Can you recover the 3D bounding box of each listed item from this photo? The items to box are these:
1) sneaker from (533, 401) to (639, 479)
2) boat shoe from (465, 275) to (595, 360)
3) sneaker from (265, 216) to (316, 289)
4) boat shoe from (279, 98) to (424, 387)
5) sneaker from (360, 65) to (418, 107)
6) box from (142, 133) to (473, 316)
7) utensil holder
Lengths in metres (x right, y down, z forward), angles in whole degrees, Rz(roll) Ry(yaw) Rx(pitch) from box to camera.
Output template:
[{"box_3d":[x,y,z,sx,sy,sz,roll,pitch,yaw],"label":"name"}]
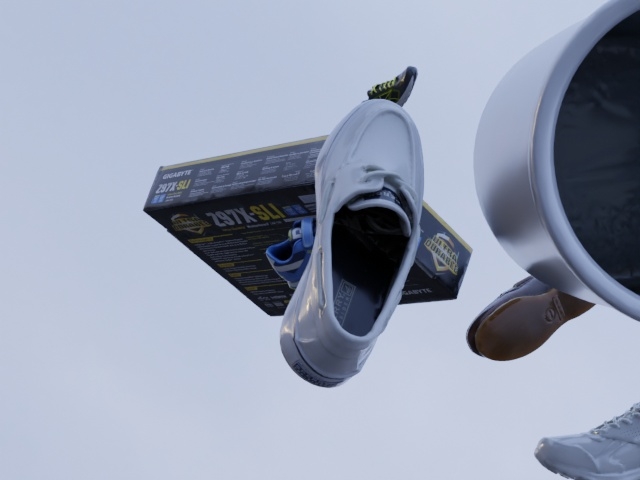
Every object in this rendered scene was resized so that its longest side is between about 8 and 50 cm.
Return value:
[{"box_3d":[0.349,0.216,1.855,0.232,0.115,0.090,3,3,-13],"label":"sneaker"},{"box_3d":[0.250,0.084,1.995,0.073,0.207,0.073,9,-62,56],"label":"boat shoe"},{"box_3d":[0.000,0.000,1.865,0.144,0.053,0.059,-36,-62,26],"label":"sneaker"},{"box_3d":[0.037,-0.014,1.310,0.096,0.267,0.088,29,-36,-11],"label":"boat shoe"},{"box_3d":[0.065,-0.142,1.630,0.035,0.031,0.083,31,-51,-7],"label":"sneaker"},{"box_3d":[-0.016,-0.012,2.030,0.322,0.079,0.257,-8,-40,42],"label":"box"},{"box_3d":[0.329,-0.084,1.651,0.327,0.328,0.385,30,-1,-6],"label":"utensil holder"}]
